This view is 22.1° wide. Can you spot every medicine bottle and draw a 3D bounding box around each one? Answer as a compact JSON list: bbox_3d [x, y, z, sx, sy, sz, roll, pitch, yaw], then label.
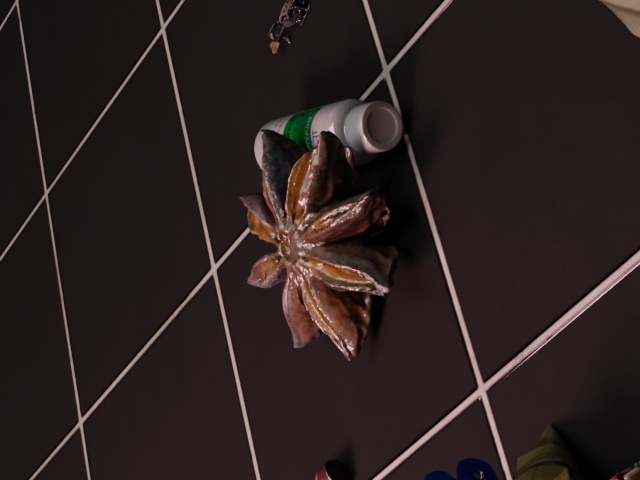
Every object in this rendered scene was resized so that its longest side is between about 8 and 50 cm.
[{"bbox_3d":[0.011,-0.140,2.257,0.260,0.095,0.095,-11,73,56],"label":"medicine bottle"}]

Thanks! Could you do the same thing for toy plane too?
[{"bbox_3d":[-0.048,-0.333,2.455,0.120,0.031,0.049,-66,30,18],"label":"toy plane"}]

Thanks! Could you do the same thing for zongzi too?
[{"bbox_3d":[0.266,0.322,1.784,0.094,0.204,0.205,-18,99,13],"label":"zongzi"}]

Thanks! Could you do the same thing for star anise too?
[{"bbox_3d":[-0.001,-0.002,2.186,0.332,0.118,0.331,16,110,49],"label":"star anise"}]

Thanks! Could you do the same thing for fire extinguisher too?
[{"bbox_3d":[-0.014,0.356,2.220,0.064,0.043,0.158,41,128,4],"label":"fire extinguisher"}]

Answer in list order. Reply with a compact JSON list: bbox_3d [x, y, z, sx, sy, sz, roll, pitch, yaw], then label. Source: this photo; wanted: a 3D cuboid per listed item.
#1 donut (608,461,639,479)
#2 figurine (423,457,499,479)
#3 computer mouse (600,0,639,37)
[{"bbox_3d":[0.336,0.320,1.566,0.270,0.103,0.269,-36,36,32],"label":"donut"},{"bbox_3d":[0.164,0.357,1.810,0.133,0.194,0.274,49,130,41],"label":"figurine"},{"bbox_3d":[0.386,-0.320,1.679,0.429,0.145,0.228,20,96,57],"label":"computer mouse"}]
